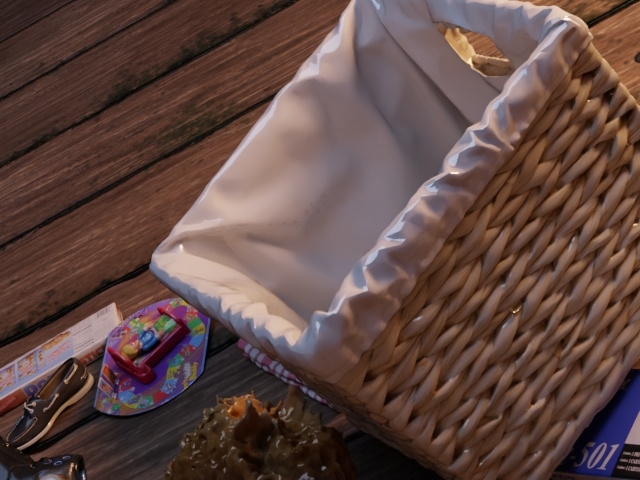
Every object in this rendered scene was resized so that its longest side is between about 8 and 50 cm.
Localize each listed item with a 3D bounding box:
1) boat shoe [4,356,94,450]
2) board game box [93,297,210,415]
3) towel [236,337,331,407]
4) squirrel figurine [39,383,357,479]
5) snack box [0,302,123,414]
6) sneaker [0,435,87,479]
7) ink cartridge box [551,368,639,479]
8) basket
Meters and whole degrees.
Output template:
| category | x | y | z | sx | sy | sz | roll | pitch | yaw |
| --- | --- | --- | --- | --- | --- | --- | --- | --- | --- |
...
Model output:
| category | x | y | z | sx | sy | sz | roll | pitch | yaw |
| --- | --- | --- | --- | --- | --- | --- | --- | --- | --- |
| boat shoe | -0.304 | 0.181 | 1.826 | 0.125 | 0.038 | 0.046 | -43 | 31 | -17 |
| board game box | -0.188 | 0.114 | 1.798 | 0.133 | 0.033 | 0.169 | -17 | 39 | 19 |
| towel | 0.013 | 0.089 | 1.665 | 0.144 | 0.029 | 0.197 | -43 | 31 | -15 |
| squirrel figurine | -0.117 | 0.304 | 1.281 | 0.397 | 0.281 | 0.370 | -35 | 18 | -8 |
| snack box | -0.305 | 0.137 | 1.908 | 0.178 | 0.022 | 0.064 | -30 | 31 | 5 |
| sneaker | -0.304 | 0.225 | 1.667 | 0.121 | 0.079 | 0.217 | -26 | 62 | -10 |
| ink cartridge box | 0.258 | 0.149 | 1.252 | 0.207 | 0.046 | 0.097 | -7 | 50 | 61 |
| basket | 0.093 | 0.003 | 1.348 | 0.331 | 0.266 | 0.328 | -51 | 27 | -9 |
